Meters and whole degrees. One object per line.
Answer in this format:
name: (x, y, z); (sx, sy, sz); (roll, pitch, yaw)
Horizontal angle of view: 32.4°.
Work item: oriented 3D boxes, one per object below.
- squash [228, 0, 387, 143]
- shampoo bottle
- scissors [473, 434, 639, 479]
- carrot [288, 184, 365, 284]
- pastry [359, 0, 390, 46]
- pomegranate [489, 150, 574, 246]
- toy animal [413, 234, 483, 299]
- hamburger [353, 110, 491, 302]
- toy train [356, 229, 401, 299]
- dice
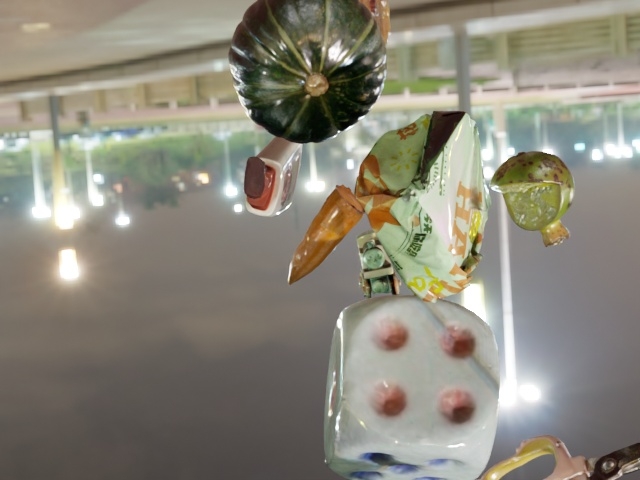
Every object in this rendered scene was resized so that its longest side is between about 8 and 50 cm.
squash: (-0.017, -0.233, 1.442); (0.218, 0.218, 0.172); (-6, -151, -21)
shampoo bottle: (-0.090, -0.111, 1.948); (0.071, 0.153, 0.284); (14, -170, 4)
scissors: (0.285, 0.250, 1.178); (0.317, 0.024, 0.160); (-29, -149, 24)
carrot: (0.000, 0.000, 1.949); (0.072, 0.205, 0.072); (30, -158, -14)
pastry: (0.054, -0.391, 1.899); (0.100, 0.229, 0.218); (-5, -174, 23)
pomegranate: (0.382, -0.082, 1.906); (0.122, 0.169, 0.143); (-51, -171, -36)
toy animal: (0.246, 0.045, 2.238); (0.127, 0.125, 0.251); (-15, -146, 32)
hamburger: (0.139, -0.055, 1.338); (0.125, 0.214, 0.235); (-2, -131, 24)
toy train: (0.110, 0.049, 2.192); (0.081, 0.125, 0.194); (-12, -172, 1)
dice: (0.148, 0.259, 1.856); (0.262, 0.268, 0.264); (6, 152, -5)
